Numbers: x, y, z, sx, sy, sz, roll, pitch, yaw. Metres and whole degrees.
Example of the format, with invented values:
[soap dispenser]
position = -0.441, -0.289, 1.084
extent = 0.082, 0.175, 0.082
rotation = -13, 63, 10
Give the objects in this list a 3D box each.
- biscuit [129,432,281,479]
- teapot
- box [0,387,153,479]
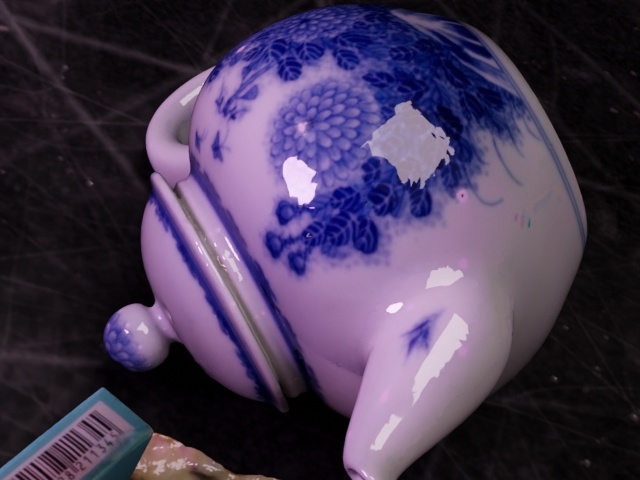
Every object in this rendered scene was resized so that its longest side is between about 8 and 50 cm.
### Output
[biscuit]
position = 0.029, 0.173, 0.966
extent = 0.299, 0.154, 0.045
rotation = 21, 77, 7
[teapot]
position = 0.000, 0.000, 1.059
extent = 0.280, 0.252, 0.424
rotation = -28, 38, -5
[box]
position = -0.180, 0.179, 0.820
extent = 0.041, 0.162, 0.229
rotation = 39, 43, 10
